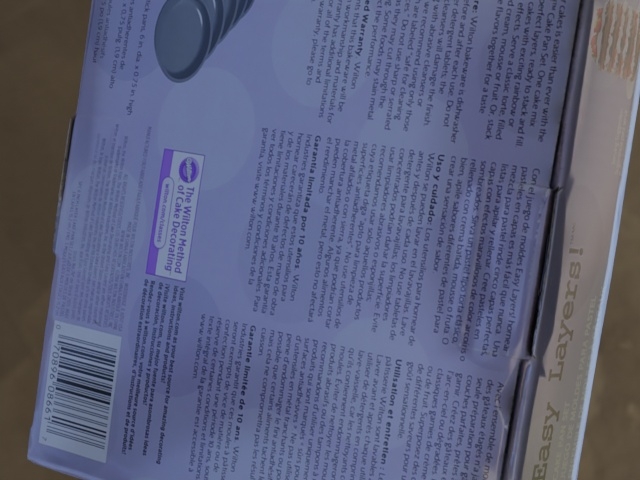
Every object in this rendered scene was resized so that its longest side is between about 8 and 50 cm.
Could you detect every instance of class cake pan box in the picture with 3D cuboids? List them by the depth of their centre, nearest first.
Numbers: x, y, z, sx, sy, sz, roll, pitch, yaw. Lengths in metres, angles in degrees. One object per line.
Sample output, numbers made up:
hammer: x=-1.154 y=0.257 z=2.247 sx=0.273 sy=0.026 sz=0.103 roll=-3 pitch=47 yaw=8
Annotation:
cake pan box: x=0.000 y=0.000 z=0.736 sx=0.070 sy=0.246 sz=0.267 roll=5 pitch=-87 yaw=-53
